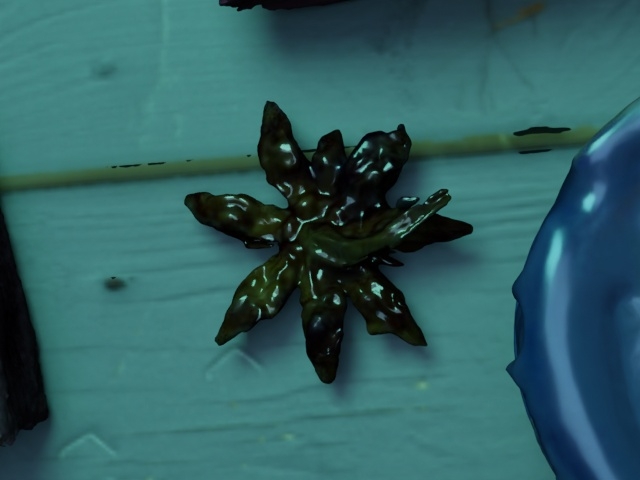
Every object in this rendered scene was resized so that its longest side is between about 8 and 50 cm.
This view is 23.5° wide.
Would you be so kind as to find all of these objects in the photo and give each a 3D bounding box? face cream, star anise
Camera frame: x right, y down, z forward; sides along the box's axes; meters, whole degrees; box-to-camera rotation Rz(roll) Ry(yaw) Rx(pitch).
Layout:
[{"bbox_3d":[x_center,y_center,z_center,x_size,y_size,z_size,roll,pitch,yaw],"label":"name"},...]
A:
[{"bbox_3d":[0.215,0.045,0.743,0.249,0.225,0.248,-1,84,11],"label":"face cream"},{"bbox_3d":[0.000,-0.001,0.869,0.168,0.057,0.167,-1,86,19],"label":"star anise"}]

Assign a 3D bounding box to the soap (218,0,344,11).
[{"bbox_3d":[0.055,-0.196,0.826,0.250,0.162,0.099,-10,89,10],"label":"soap"}]

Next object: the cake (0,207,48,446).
[{"bbox_3d":[-0.239,0.010,0.904,0.116,0.113,0.295,-15,71,3],"label":"cake"}]
